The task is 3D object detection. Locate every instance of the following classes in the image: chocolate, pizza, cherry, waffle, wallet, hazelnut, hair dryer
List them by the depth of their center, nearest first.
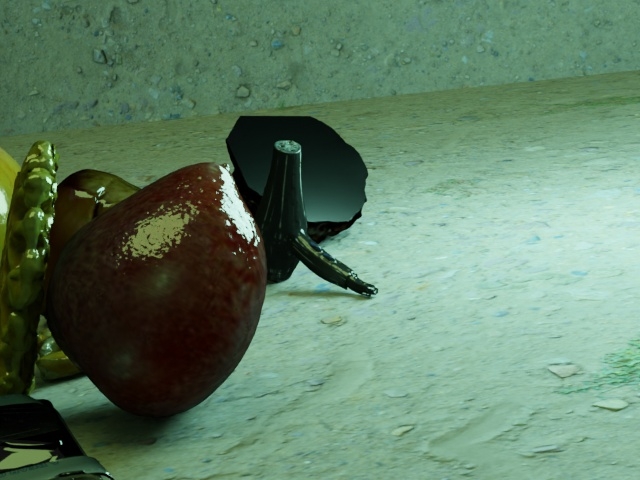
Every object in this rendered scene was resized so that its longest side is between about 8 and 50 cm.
[{"bbox_3d":[-0.284,0.190,1.218,0.170,0.069,0.231,-7,13,-21],"label":"wallet"},{"bbox_3d":[-0.147,0.053,1.371,0.239,0.206,0.239,-30,7,4],"label":"cherry"},{"bbox_3d":[-0.307,0.034,1.450,0.051,0.291,0.291,6,9,-14],"label":"waffle"},{"bbox_3d":[-0.268,0.112,1.620,0.184,0.036,0.176,-15,15,-33],"label":"pizza"},{"bbox_3d":[0.000,0.000,1.753,0.075,0.196,0.219,-23,44,-37],"label":"hair dryer"},{"bbox_3d":[-0.282,0.020,1.762,0.208,0.208,0.208,-7,13,2],"label":"hazelnut"},{"bbox_3d":[-0.055,-0.052,2.084,0.224,0.206,0.177,-4,-35,-33],"label":"chocolate"}]

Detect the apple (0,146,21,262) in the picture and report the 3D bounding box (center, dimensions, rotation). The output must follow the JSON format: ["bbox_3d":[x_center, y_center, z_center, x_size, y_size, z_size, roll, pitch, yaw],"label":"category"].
[{"bbox_3d":[-0.524,-0.024,1.926,0.286,0.233,0.286,-6,12,1],"label":"apple"}]
